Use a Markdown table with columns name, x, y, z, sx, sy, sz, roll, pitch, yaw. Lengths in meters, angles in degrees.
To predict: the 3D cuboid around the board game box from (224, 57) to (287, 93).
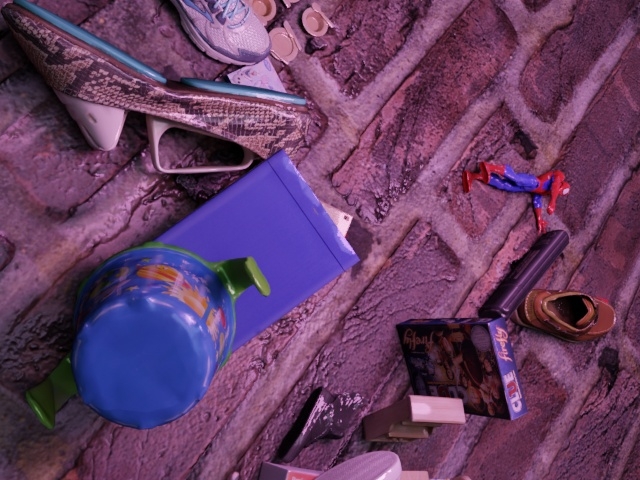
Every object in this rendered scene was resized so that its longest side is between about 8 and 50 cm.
| name | x | y | z | sx | sy | sz | roll | pitch | yaw |
| --- | --- | --- | --- | --- | --- | --- | --- | --- | --- |
| board game box | -0.109 | -0.262 | 1.188 | 0.090 | 0.020 | 0.090 | -33 | 101 | -28 |

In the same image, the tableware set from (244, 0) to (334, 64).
| name | x | y | z | sx | sy | sz | roll | pitch | yaw |
| --- | --- | --- | --- | --- | --- | --- | --- | --- | --- |
| tableware set | -0.060 | -0.411 | 1.239 | 0.141 | 0.020 | 0.169 | 51 | 61 | -16 |

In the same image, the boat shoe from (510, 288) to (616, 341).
| name | x | y | z | sx | sy | sz | roll | pitch | yaw |
| --- | --- | --- | --- | --- | --- | --- | --- | --- | --- |
| boat shoe | 0.553 | 0.165 | 1.482 | 0.307 | 0.104 | 0.111 | 6 | 80 | -30 |

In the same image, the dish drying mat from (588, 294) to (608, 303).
| name | x | y | z | sx | sy | sz | roll | pitch | yaw |
| --- | --- | --- | --- | --- | --- | --- | --- | --- | --- |
| dish drying mat | 0.647 | 0.148 | 1.600 | 0.083 | 0.008 | 0.032 | 15 | 75 | -29 |

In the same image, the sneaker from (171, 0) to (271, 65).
| name | x | y | z | sx | sy | sz | roll | pitch | yaw |
| --- | --- | --- | --- | --- | --- | --- | --- | --- | --- |
| sneaker | -0.184 | -0.399 | 1.101 | 0.283 | 0.122 | 0.110 | 40 | 65 | -21 |

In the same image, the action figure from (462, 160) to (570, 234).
| name | x | y | z | sx | sy | sz | roll | pitch | yaw |
| --- | --- | --- | --- | --- | --- | --- | --- | --- | --- |
| action figure | 0.440 | -0.088 | 1.460 | 0.280 | 0.091 | 0.139 | -1 | 77 | -30 |

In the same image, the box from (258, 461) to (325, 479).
| name | x | y | z | sx | sy | sz | roll | pitch | yaw |
| --- | --- | --- | --- | --- | --- | --- | --- | --- | --- |
| box | -0.037 | 0.455 | 1.092 | 0.130 | 0.091 | 0.171 | 19 | 74 | -28 |

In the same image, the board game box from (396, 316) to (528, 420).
| name | x | y | z | sx | sy | sz | roll | pitch | yaw |
| --- | --- | --- | --- | --- | --- | --- | --- | --- | --- |
| board game box | 0.242 | 0.220 | 1.205 | 0.042 | 0.243 | 0.165 | -16 | 91 | -32 |

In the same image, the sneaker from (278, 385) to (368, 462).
| name | x | y | z | sx | sy | sz | roll | pitch | yaw |
| --- | --- | --- | --- | --- | --- | --- | --- | --- | --- |
| sneaker | 0.006 | 0.318 | 1.160 | 0.089 | 0.051 | 0.170 | 41 | 61 | -15 |

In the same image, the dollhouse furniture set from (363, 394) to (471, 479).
| name | x | y | z | sx | sy | sz | roll | pitch | yaw |
| --- | --- | --- | --- | --- | --- | --- | --- | --- | --- |
| dollhouse furniture set | 0.163 | 0.399 | 1.137 | 0.212 | 0.161 | 0.242 | 10 | 60 | -26 |

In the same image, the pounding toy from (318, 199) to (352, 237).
| name | x | y | z | sx | sy | sz | roll | pitch | yaw |
| --- | --- | --- | --- | --- | --- | --- | --- | --- | --- |
| pounding toy | 0.000 | 0.000 | 1.163 | 0.100 | 0.141 | 0.130 | 25 | 78 | -11 |

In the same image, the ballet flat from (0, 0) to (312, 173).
| name | x | y | z | sx | sy | sz | roll | pitch | yaw |
| --- | --- | --- | --- | --- | --- | --- | --- | --- | --- |
| ballet flat | -0.241 | -0.195 | 1.033 | 0.482 | 0.164 | 0.182 | 14 | 103 | -29 |

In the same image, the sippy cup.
| name | x | y | z | sx | sy | sz | roll | pitch | yaw |
| --- | --- | --- | --- | --- | --- | --- | --- | --- | --- |
| sippy cup | -0.224 | 0.131 | 0.901 | 0.240 | 0.224 | 0.306 | 23 | 92 | -12 |

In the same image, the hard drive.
| name | x | y | z | sx | sy | sz | roll | pitch | yaw |
| --- | --- | --- | --- | --- | --- | --- | --- | --- | --- |
| hard drive | -0.128 | 0.038 | 1.040 | 0.318 | 0.040 | 0.210 | -36 | 101 | -3 |

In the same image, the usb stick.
| name | x | y | z | sx | sy | sz | roll | pitch | yaw |
| --- | --- | --- | --- | --- | --- | --- | --- | --- | --- |
| usb stick | 0.432 | 0.073 | 1.437 | 0.278 | 0.077 | 0.045 | -43 | 100 | -28 |

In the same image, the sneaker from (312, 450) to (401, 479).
| name | x | y | z | sx | sy | sz | roll | pitch | yaw |
| --- | --- | --- | --- | --- | --- | --- | --- | --- | --- |
| sneaker | 0.023 | 0.456 | 1.019 | 0.292 | 0.108 | 0.169 | -29 | 100 | -20 |
